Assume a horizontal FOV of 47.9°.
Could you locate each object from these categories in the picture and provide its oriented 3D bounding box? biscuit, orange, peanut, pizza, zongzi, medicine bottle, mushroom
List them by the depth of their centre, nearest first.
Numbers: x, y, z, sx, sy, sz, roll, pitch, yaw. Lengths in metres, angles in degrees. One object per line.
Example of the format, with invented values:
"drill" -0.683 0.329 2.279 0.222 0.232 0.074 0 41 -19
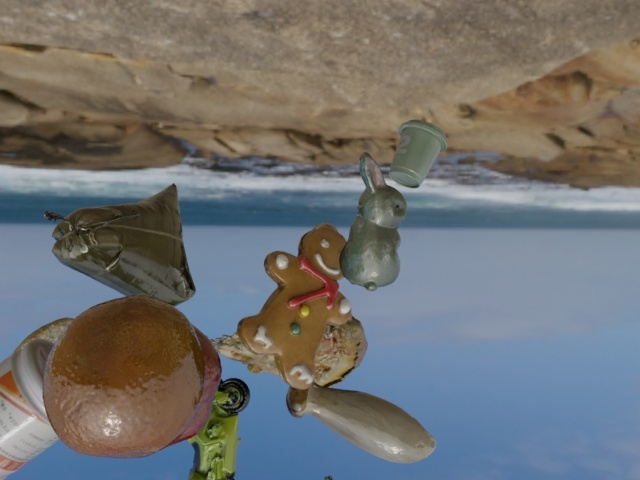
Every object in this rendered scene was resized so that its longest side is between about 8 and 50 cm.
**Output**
"orange" -0.301 0.209 1.130 0.264 0.264 0.264 0 -179 0
"biscuit" -0.027 0.108 1.433 0.216 0.339 0.047 43 145 -17
"medicine bottle" -0.650 0.369 1.475 0.316 0.202 0.202 -36 179 2
"mushroom" 0.089 0.401 1.615 0.350 0.128 0.128 22 180 -1
"zongzi" -0.493 -0.058 1.710 0.181 0.418 0.447 -25 143 24
"pizza" -0.024 0.295 1.911 0.392 0.080 0.435 -27 143 33
"biscuit" -0.757 0.304 1.982 0.040 0.188 0.265 30 -144 21
"peanut" 0.000 0.000 2.082 0.087 0.087 0.207 1 -168 18

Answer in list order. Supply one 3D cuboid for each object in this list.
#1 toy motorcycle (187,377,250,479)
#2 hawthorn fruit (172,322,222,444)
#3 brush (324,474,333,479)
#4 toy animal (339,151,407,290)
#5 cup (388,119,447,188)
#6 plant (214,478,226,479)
"toy motorcycle" -0.298 0.522 1.875 0.206 0.342 0.142 5 177 23
"hawthorn fruit" -0.365 0.268 1.436 0.287 0.287 0.330 0 -169 -40
"brush" 0.083 0.862 2.163 0.051 0.323 0.070 -30 165 25
"toy animal" 0.108 -0.037 1.360 0.125 0.251 0.127 -5 -163 -37
"cup" 0.219 -0.197 1.666 0.120 0.141 0.120 23 169 5
"plant" -0.270 0.614 1.576 0.194 0.129 0.132 -25 173 -6
